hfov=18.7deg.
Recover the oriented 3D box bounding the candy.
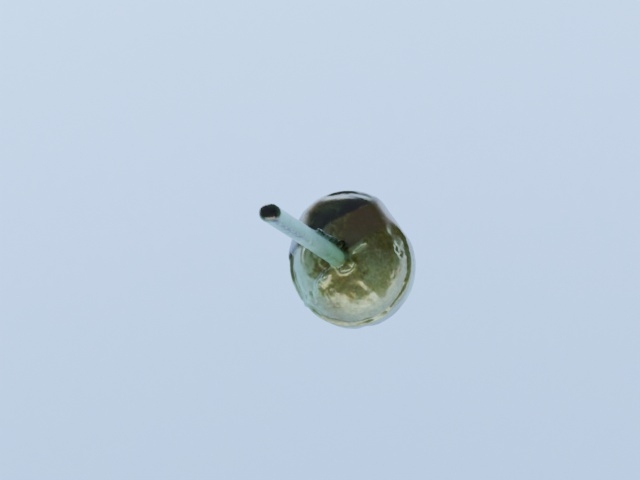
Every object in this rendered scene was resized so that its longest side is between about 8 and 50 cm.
[{"bbox_3d":[0.000,0.000,0.792,0.061,0.202,0.061,-1,-97,11],"label":"candy"}]
